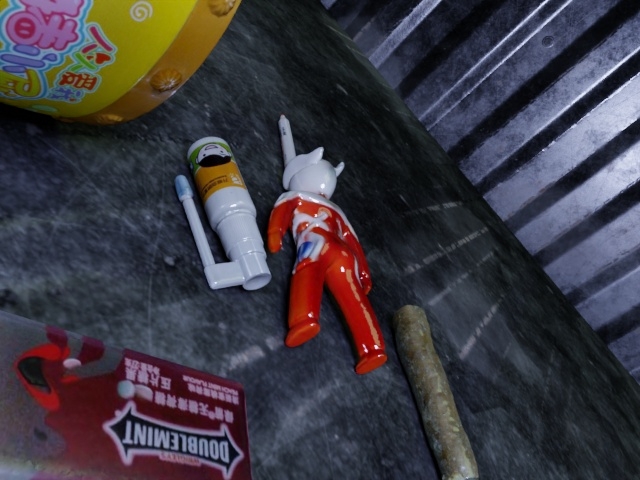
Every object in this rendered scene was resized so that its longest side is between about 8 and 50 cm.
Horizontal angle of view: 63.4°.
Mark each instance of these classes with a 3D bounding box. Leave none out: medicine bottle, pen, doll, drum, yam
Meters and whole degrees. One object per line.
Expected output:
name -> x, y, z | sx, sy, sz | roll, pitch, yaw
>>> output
medicine bottle -> -0.127, -0.037, 0.650 | 0.092, 0.061, 0.221 | -6, 54, -31
pen -> -0.065, -0.191, 1.002 | 0.026, 0.026, 0.218 | 31, 30, -32
doll -> 0.000, 0.000, 0.764 | 0.188, 0.099, 0.384 | 32, 36, -33
drum -> -0.248, -0.324, 0.441 | 0.214, 0.431, 0.431 | 9, 45, -53
yam -> 0.159, 0.212, 0.744 | 0.061, 0.061, 0.274 | 30, 31, -34

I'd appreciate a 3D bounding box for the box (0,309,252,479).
box -> -0.152, 0.129, 0.352 | 0.224, 0.069, 0.120 | 31, 30, -35
